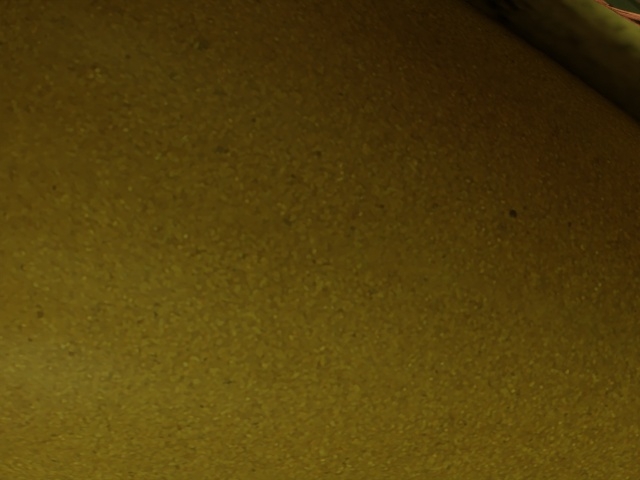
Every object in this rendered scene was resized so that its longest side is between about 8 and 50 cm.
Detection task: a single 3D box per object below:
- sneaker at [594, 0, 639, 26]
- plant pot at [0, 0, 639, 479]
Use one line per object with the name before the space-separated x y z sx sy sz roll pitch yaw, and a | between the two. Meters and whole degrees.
sneaker | 0.073 -0.082 0.385 0.119 0.047 0.057 29 174 8
plant pot | 0.000 0.000 0.478 0.254 0.237 0.237 16 163 -4
